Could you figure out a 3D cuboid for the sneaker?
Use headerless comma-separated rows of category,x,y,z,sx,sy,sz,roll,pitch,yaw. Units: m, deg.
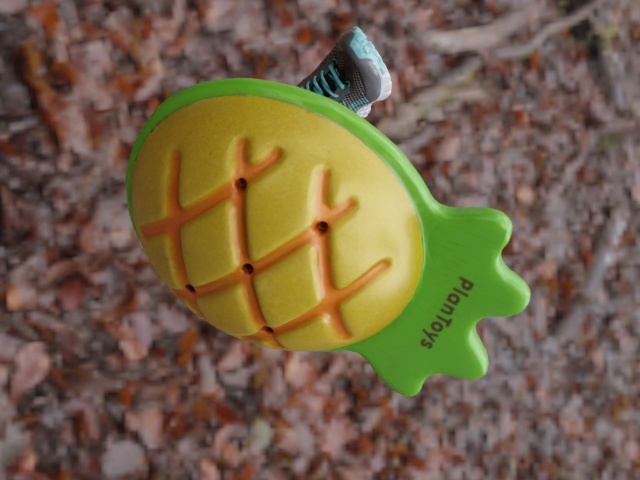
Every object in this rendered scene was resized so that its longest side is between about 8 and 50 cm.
sneaker,0.011,-0.127,1.241,0.065,0.076,0.166,57,-15,9

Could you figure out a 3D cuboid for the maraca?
maraca,0.000,0.000,0.634,0.127,0.186,0.099,-64,178,35
